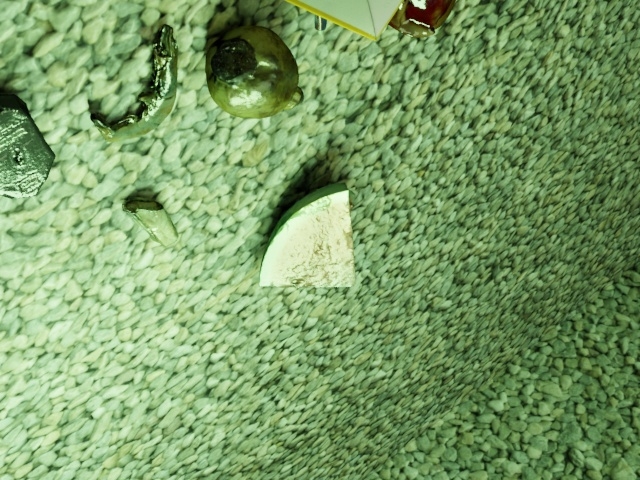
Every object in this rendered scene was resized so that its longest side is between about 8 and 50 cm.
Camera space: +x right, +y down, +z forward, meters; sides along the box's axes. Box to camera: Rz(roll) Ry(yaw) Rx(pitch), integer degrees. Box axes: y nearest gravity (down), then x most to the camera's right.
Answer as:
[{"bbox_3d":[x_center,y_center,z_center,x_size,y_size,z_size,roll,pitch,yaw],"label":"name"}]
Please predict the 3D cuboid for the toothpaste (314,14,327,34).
[{"bbox_3d":[0.000,-0.358,2.060,0.027,0.019,0.083,-11,141,-12],"label":"toothpaste"}]

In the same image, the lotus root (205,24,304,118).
[{"bbox_3d":[-0.095,-0.244,1.963,0.138,0.138,0.214,-49,152,4],"label":"lotus root"}]

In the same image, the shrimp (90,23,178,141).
[{"bbox_3d":[-0.264,-0.215,1.866,0.147,0.035,0.195,-25,147,-32],"label":"shrimp"}]

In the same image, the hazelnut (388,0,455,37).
[{"bbox_3d":[0.152,-0.416,2.048,0.201,0.160,0.170,-10,134,-41],"label":"hazelnut"}]

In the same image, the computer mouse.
[{"bbox_3d":[-0.416,-0.128,1.741,0.099,0.057,0.172,-33,138,-21],"label":"computer mouse"}]

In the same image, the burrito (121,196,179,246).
[{"bbox_3d":[-0.266,-0.033,2.086,0.055,0.041,0.149,-32,151,0],"label":"burrito"}]

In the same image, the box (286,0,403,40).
[{"bbox_3d":[0.024,-0.462,1.748,0.259,0.214,0.284,11,117,-56],"label":"box"}]

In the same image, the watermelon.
[{"bbox_3d":[0.000,0.000,2.383,0.256,0.176,0.260,-27,125,-47],"label":"watermelon"}]
